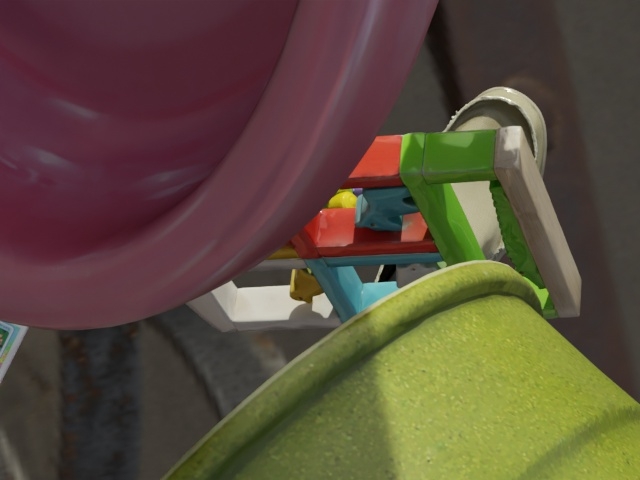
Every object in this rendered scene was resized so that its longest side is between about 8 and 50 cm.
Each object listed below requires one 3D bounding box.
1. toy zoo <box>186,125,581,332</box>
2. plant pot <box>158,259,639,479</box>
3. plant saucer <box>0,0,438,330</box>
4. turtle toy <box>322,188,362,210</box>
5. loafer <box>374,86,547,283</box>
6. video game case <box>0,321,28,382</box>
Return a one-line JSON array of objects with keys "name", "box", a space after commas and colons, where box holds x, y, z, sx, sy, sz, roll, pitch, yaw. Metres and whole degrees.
[{"name": "toy zoo", "box": [0.000, 0.000, 1.148, 0.192, 0.293, 0.030, 59, 33, -56]}, {"name": "plant pot", "box": [0.086, 0.258, 0.626, 0.353, 0.366, 0.366, 39, 59, 20]}, {"name": "plant saucer", "box": [-0.078, -0.145, 0.467, 0.084, 0.332, 0.332, -22, 90, -41]}, {"name": "turtle toy", "box": [0.000, -0.038, 1.632, 0.066, 0.095, 0.130, -44, 110, -48]}, {"name": "loafer", "box": [0.117, -0.008, 1.590, 0.102, 0.092, 0.268, 24, 88, 8]}, {"name": "video game case", "box": [-0.318, 0.056, 1.505, 0.157, 0.019, 0.143, 27, 90, -15]}]
